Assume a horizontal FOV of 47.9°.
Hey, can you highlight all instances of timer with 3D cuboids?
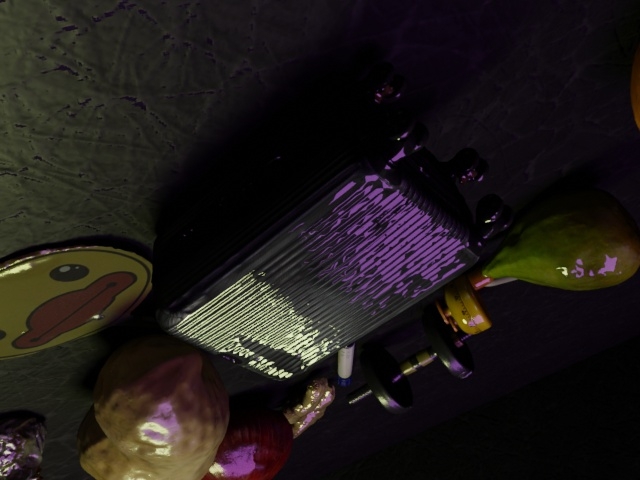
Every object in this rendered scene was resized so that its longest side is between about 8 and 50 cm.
[{"bbox_3d":[0.264,0.105,1.247,0.109,0.107,0.107,-29,157,15],"label":"timer"}]

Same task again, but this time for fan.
[{"bbox_3d":[-0.257,0.075,0.766,0.229,0.011,0.335,-33,156,19],"label":"fan"}]

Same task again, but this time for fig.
[{"bbox_3d":[0.373,-0.006,1.103,0.233,0.167,0.167,8,163,16],"label":"fig"}]

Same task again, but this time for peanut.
[{"bbox_3d":[-0.220,0.235,0.944,0.192,0.170,0.387,-9,150,-22],"label":"peanut"}]

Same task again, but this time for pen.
[{"bbox_3d":[0.047,0.232,1.379,0.033,0.033,0.269,-22,156,-9],"label":"pen"}]

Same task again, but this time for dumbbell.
[{"bbox_3d":[0.185,0.231,1.379,0.325,0.143,0.143,-35,155,18],"label":"dumbbell"}]

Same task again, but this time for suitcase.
[{"bbox_3d":[0.000,0.000,0.676,0.312,0.128,0.202,-35,135,23],"label":"suitcase"}]

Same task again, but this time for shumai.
[{"bbox_3d":[-0.416,0.295,0.967,0.098,0.087,0.124,-23,155,-4],"label":"shumai"}]

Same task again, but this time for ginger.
[{"bbox_3d":[-0.025,0.338,1.500,0.149,0.065,0.259,-25,154,-37],"label":"ginger"}]

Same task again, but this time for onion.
[{"bbox_3d":[-0.163,0.403,1.376,0.248,0.161,0.248,-27,143,-23],"label":"onion"}]

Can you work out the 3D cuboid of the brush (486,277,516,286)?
[{"bbox_3d":[0.425,0.055,1.393,0.299,0.039,0.042,-14,155,-24],"label":"brush"}]

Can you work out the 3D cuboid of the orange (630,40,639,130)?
[{"bbox_3d":[0.466,-0.173,0.730,0.283,0.226,0.284,-15,155,-7],"label":"orange"}]
